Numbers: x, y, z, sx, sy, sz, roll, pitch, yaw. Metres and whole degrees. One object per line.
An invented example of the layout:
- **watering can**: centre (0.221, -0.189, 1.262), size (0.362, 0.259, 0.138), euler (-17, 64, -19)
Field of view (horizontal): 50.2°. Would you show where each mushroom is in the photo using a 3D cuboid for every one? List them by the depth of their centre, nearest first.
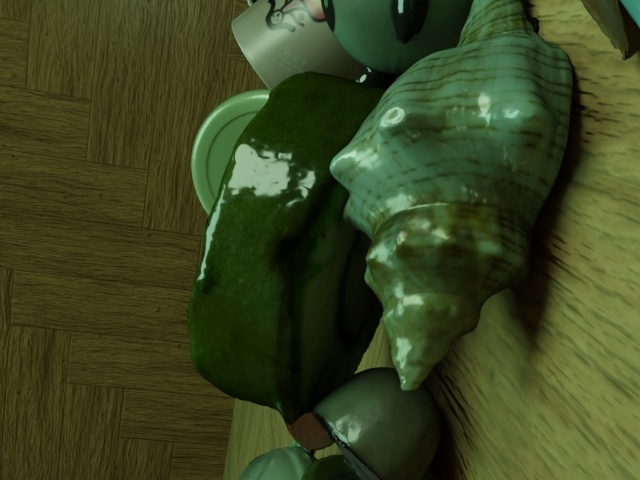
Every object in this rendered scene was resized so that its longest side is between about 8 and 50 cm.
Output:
- **mushroom**: centre (0.065, 0.188, 0.674), size (0.117, 0.141, 0.188), euler (-52, -7, -10)

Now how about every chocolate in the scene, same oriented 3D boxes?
- **chocolate**: centre (0.189, -0.168, 0.444), size (0.064, 0.031, 0.100), euler (50, -157, -38)

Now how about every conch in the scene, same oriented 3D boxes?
- **conch**: centre (0.102, -0.076, 0.544), size (0.203, 0.170, 0.386), euler (-8, 74, 53)

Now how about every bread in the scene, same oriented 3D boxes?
- **bread**: centre (0.000, 0.000, 0.759), size (0.382, 0.129, 0.366), euler (-59, -23, -29)

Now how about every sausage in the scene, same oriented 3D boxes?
- **sausage**: centre (-0.021, 0.244, 1.132), size (0.259, 0.114, 0.113), euler (-136, 55, -78)

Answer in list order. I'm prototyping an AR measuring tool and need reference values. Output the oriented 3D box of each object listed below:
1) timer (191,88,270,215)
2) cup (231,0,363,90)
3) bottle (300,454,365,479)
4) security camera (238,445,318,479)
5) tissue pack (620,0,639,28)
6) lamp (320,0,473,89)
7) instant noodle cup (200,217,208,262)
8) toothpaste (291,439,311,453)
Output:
- **timer**: centre (-0.052, -0.162, 1.304), size (0.315, 0.291, 0.290), euler (-55, -21, -65)
- **cup**: centre (-0.007, -0.332, 1.014), size (0.252, 0.200, 0.191), euler (61, -162, 21)
- **bottle**: centre (0.006, 0.395, 0.850), size (0.112, 0.112, 0.260), euler (-101, 21, -61)
- **security camera**: centre (-0.065, 0.451, 1.025), size (0.191, 0.197, 0.277), euler (-142, 67, -68)
- **tissue pack**: centre (0.192, -0.241, 0.360), size (0.263, 0.089, 0.177), euler (-91, 11, -45)
- **lamp**: centre (0.086, -0.267, 0.743), size (0.244, 0.198, 0.197), euler (103, 173, -77)
- **instant noodle cup**: centre (-0.171, 0.039, 1.719), size (0.244, 0.255, 0.243), euler (-170, 90, -82)
- **toothpaste**: centre (-0.055, 0.454, 1.358), size (0.074, 0.048, 0.296), euler (-90, 16, -51)
